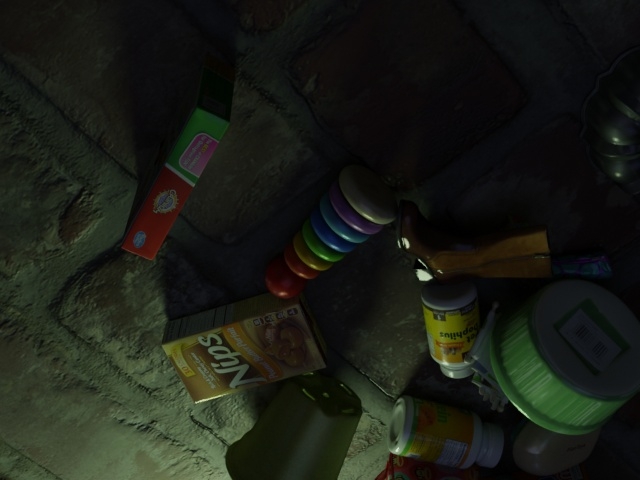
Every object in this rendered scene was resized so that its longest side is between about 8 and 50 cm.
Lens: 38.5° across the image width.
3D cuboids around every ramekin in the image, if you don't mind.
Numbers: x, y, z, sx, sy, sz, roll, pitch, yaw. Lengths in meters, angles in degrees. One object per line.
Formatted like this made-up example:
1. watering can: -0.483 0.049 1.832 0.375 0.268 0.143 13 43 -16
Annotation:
1. ramekin: 0.512 0.224 1.855 0.304 0.303 0.148 17 145 -10

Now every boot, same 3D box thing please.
1. boot: 0.302 0.003 1.795 0.281 0.096 0.264 -4 136 24

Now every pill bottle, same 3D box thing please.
1. pill bottle: 0.285 0.187 1.961 0.117 0.117 0.214 -10 121 5
2. pill bottle: 0.289 0.447 2.109 0.246 0.136 0.136 15 120 -10

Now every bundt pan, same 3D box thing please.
1. bundt pan: 0.662 -0.210 1.718 0.331 0.124 0.330 0 122 0

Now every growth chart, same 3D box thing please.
1. growth chart: 0.382 0.262 1.981 0.172 0.021 0.237 -56 134 -18

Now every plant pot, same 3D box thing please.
1. plant pot: -0.038 0.437 2.050 0.276 0.276 0.253 22 108 -13

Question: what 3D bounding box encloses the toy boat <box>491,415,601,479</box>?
1. toy boat: 0.497 0.492 2.105 0.268 0.148 0.318 5 112 -41

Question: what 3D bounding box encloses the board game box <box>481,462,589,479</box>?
1. board game box: 0.513 0.809 2.203 0.357 0.356 0.356 -12 120 7

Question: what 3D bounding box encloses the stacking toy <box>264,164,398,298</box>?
1. stacking toy: 0.000 0.000 1.845 0.141 0.141 0.330 35 120 -20

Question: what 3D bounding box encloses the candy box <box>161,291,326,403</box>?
1. candy box: -0.163 0.227 2.000 0.317 0.087 0.182 -17 119 9

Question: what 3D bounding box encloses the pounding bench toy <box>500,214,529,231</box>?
1. pounding bench toy: 0.410 -0.004 1.883 0.083 0.052 0.065 27 117 -16

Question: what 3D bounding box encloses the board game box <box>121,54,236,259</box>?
1. board game box: -0.258 -0.155 1.678 0.064 0.242 0.316 25 119 -17

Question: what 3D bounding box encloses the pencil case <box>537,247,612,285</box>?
1. pencil case: 0.526 0.056 1.913 0.152 0.064 0.070 -7 143 3

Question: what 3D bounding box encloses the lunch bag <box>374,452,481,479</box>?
1. lunch bag: 0.246 0.597 2.110 0.258 0.293 0.120 7 120 0
